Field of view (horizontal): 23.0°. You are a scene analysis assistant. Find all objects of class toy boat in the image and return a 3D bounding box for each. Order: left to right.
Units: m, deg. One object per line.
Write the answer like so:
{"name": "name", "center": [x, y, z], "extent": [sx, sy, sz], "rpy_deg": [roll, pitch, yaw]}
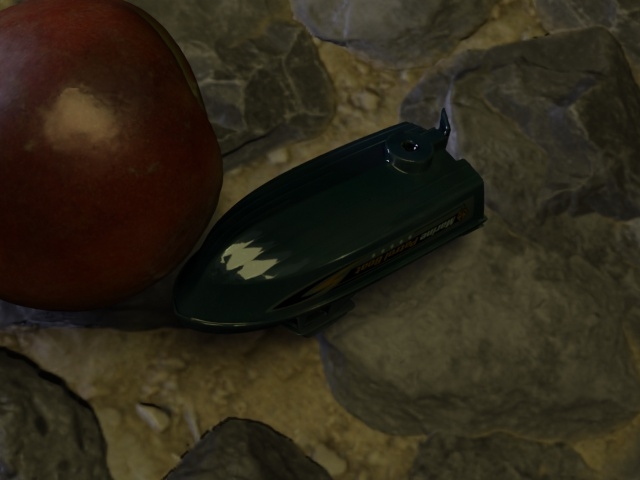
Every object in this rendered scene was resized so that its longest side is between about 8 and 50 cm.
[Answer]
{"name": "toy boat", "center": [0.001, 0.002, 1.266], "extent": [0.296, 0.122, 0.114], "rpy_deg": [-28, 53, -32]}

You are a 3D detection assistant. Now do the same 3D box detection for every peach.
{"name": "peach", "center": [-0.196, -0.065, 1.187], "extent": [0.252, 0.252, 0.252], "rpy_deg": [5, 66, -10]}
